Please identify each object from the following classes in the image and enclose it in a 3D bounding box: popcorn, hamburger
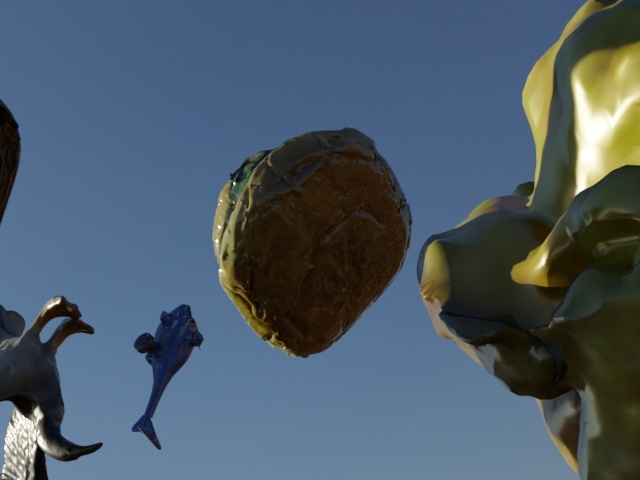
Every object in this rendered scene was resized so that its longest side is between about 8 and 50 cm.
[{"bbox_3d":[0.208,0.032,0.525,0.326,0.321,0.290,39,-45,-20],"label":"popcorn"},{"bbox_3d":[0.000,-0.002,1.517,0.285,0.265,0.134,-45,28,-18],"label":"hamburger"}]

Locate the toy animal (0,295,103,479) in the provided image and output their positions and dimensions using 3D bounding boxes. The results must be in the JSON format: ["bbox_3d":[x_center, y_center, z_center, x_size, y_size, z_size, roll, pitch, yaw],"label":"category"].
[{"bbox_3d":[-0.254,0.121,1.050,0.197,0.160,0.272,1,-35,30],"label":"toy animal"}]

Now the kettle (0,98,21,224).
[{"bbox_3d":[-0.276,-0.005,0.491,0.262,0.203,0.308,-40,-30,-73],"label":"kettle"}]

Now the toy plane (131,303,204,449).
[{"bbox_3d":[-0.151,0.127,1.200,0.062,0.167,0.054,-10,-47,28],"label":"toy plane"}]
